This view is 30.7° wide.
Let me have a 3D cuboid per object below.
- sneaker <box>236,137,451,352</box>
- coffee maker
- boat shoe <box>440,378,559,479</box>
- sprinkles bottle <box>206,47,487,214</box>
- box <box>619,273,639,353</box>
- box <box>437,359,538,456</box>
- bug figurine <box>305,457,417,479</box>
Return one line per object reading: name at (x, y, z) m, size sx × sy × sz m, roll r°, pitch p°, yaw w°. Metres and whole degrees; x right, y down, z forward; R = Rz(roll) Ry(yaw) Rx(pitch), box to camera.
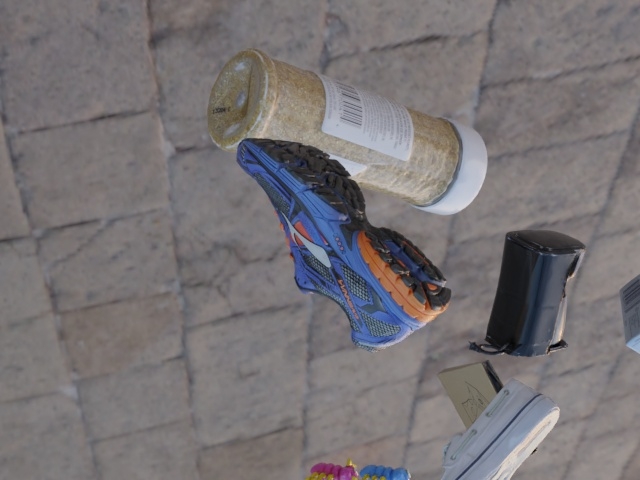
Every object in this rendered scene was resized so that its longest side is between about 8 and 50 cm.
sneaker at (0.000, 0.000, 0.922) m, size 0.087 × 0.221 × 0.083 m, roll -51°, pitch 155°, yaw 23°
coffee maker at (0.325, 0.083, 1.801) m, size 0.171 × 0.120 × 0.178 m, roll -21°, pitch 123°, yaw -54°
boat shoe at (0.181, 0.257, 1.358) m, size 0.226 × 0.076 × 0.083 m, roll -41°, pitch 144°, yaw -17°
sprinkles bottle at (0.040, -0.124, 1.397) m, size 0.355 × 0.121 × 0.121 m, roll 15°, pitch 132°, yaw -37°
box at (0.553, 0.134, 1.851) m, size 0.137 × 0.126 × 0.072 m, roll 30°, pitch 129°, yaw -18°
box at (0.270, 0.278, 1.913) m, size 0.021 × 0.164 × 0.201 m, roll -28°, pitch 178°, yaw -17°
bug figurine at (0.091, 0.453, 2.051) m, size 0.216 × 0.072 × 0.279 m, roll 4°, pitch 144°, yaw 23°
